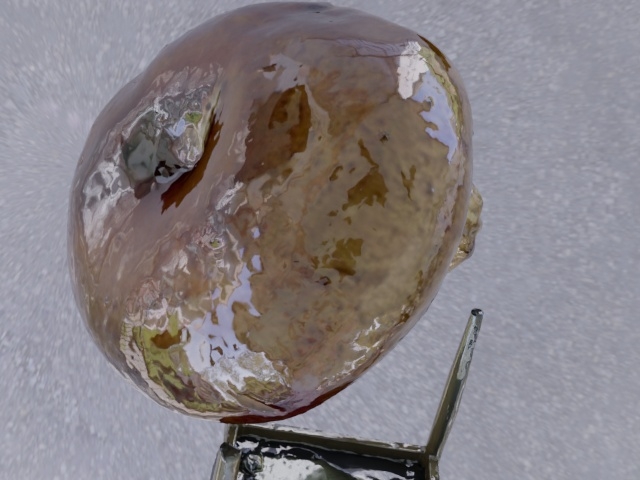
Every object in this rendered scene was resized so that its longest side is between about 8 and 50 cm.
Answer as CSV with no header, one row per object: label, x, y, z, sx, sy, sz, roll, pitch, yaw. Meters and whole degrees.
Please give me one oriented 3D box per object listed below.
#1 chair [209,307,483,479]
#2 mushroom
chair,0.006,0.185,0.769,0.188,0.166,0.272,8,130,-3
mushroom,-0.014,-0.008,0.658,0.254,0.267,0.267,31,87,-12
